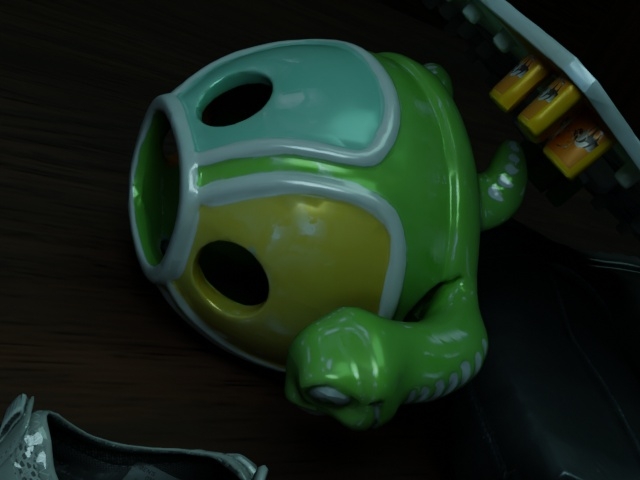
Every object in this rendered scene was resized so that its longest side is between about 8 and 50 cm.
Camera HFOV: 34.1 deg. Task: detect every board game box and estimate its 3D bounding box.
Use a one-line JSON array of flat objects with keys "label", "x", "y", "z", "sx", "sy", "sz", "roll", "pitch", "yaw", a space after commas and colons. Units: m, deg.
[{"label": "board game box", "x": 0.188, "y": -0.078, "z": 0.848, "sx": 0.390, "sy": 0.050, "sz": 0.390, "roll": 43, "pitch": 10, "yaw": -36}]

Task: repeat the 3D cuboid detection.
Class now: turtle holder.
[{"label": "turtle holder", "x": -0.009, "y": 0.003, "z": 0.745, "sx": 0.227, "sy": 0.243, "sz": 0.320, "roll": 6, "pitch": 62, "yaw": -26}]

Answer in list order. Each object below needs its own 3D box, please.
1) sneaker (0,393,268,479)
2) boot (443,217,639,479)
[{"label": "sneaker", "x": -0.035, "y": 0.155, "z": 0.462, "sx": 0.281, "sy": 0.115, "sz": 0.105, "roll": 23, "pitch": 22, "yaw": -24}, {"label": "boot", "x": 0.257, "y": 0.145, "z": 0.865, "sx": 0.367, "sy": 0.146, "sz": 0.445, "roll": 19, "pitch": 20, "yaw": -12}]
